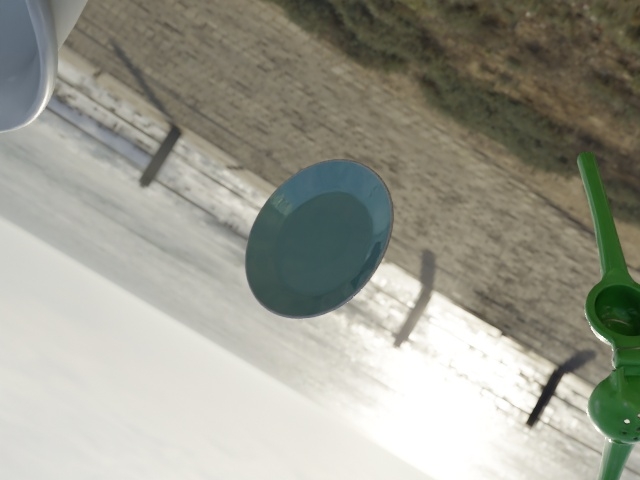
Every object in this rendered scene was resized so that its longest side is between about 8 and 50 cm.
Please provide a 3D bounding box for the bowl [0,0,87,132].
[{"bbox_3d":[-0.206,-0.204,0.464,0.297,0.134,0.298,28,152,16],"label":"bowl"}]

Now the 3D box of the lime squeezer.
[{"bbox_3d":[0.226,0.083,0.745,0.058,0.311,0.110,-2,179,13],"label":"lime squeezer"}]

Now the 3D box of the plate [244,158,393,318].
[{"bbox_3d":[0.000,0.000,1.063,0.188,0.188,0.024,23,171,41],"label":"plate"}]
